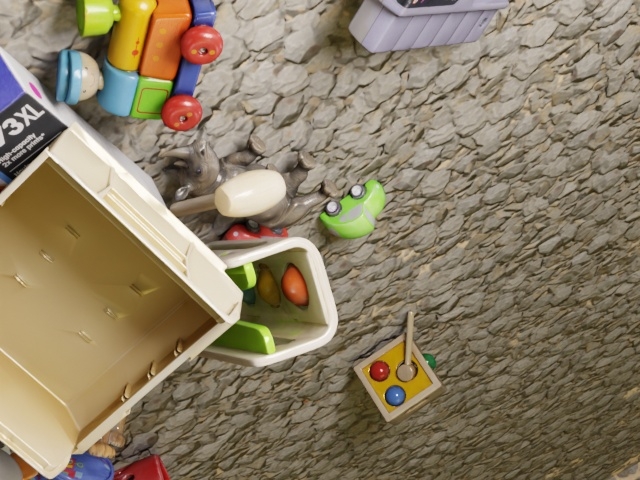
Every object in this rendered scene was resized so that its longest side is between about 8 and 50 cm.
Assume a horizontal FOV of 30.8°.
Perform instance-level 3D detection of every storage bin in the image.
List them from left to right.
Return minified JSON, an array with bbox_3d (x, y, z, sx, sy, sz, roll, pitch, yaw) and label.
[{"bbox_3d":[-0.256,0.067,1.170,0.262,0.123,0.260,-41,106,14],"label":"storage bin"}]

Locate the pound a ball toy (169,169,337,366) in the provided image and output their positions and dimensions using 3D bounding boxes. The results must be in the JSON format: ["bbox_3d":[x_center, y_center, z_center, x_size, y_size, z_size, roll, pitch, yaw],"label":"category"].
[{"bbox_3d":[-0.086,0.025,1.360,0.135,0.208,0.319,-18,-174,-26],"label":"pound a ball toy"}]

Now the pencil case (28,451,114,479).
[{"bbox_3d":[-0.422,0.430,1.720,0.119,0.133,0.306,21,109,-33],"label":"pencil case"}]

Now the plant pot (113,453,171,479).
[{"bbox_3d":[-0.304,0.455,1.838,0.174,0.191,0.191,-19,146,-9],"label":"plant pot"}]

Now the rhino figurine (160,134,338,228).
[{"bbox_3d":[-0.097,-0.071,1.401,0.106,0.073,0.243,-38,146,30],"label":"rhino figurine"}]

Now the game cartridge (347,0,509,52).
[{"bbox_3d":[0.188,-0.351,1.229,0.230,0.068,0.355,-23,153,-51],"label":"game cartridge"}]

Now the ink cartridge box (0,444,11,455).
[{"bbox_3d":[-0.552,0.413,1.688,0.239,0.060,0.275,-37,153,-30],"label":"ink cartridge box"}]

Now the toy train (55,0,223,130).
[{"bbox_3d":[-0.170,-0.222,1.122,0.143,0.105,0.248,1,137,-23],"label":"toy train"}]

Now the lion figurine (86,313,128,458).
[{"bbox_3d":[-0.269,0.135,1.433,0.142,0.240,0.392,15,171,-13],"label":"lion figurine"}]

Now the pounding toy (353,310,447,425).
[{"bbox_3d":[0.139,0.215,1.959,0.141,0.130,0.100,-35,160,5],"label":"pounding toy"}]

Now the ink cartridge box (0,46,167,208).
[{"bbox_3d":[-0.326,-0.076,1.214,0.176,0.069,0.371,-35,146,6],"label":"ink cartridge box"}]

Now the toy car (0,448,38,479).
[{"bbox_3d":[-0.478,0.330,1.501,0.238,0.210,0.219,-29,116,-47],"label":"toy car"}]

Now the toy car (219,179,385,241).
[{"bbox_3d":[0.000,0.000,1.598,0.225,0.053,0.239,-35,148,5],"label":"toy car"}]
